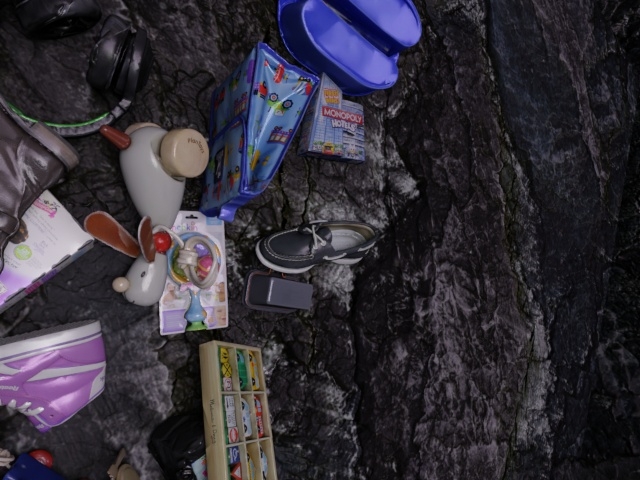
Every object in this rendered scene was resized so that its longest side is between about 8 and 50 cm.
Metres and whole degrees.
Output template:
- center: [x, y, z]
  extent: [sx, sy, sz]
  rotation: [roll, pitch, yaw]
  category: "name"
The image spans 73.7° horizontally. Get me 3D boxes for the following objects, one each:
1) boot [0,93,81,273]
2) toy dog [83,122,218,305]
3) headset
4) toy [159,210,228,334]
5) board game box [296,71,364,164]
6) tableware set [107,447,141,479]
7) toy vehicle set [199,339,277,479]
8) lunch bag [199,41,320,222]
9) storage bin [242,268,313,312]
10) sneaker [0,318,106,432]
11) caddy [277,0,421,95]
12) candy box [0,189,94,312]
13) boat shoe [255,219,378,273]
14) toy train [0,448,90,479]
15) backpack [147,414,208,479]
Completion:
- center: [-0.494, -0.099, 0.573]
  extent: [0.263, 0.091, 0.229]
  rotation: [35, 63, -14]
  category: "boot"
- center: [-0.308, -0.061, 0.721]
  extent: [0.161, 0.220, 0.334]
  rotation: [8, 72, -56]
  category: "toy dog"
- center: [-0.374, -0.348, 0.689]
  extent: [0.243, 0.185, 0.394]
  rotation: [42, 77, -26]
  category: "headset"
- center: [-0.240, 0.058, 0.832]
  extent: [0.136, 0.056, 0.237]
  rotation: [0, 87, -36]
  category: "toy"
- center: [0.035, -0.296, 1.042]
  extent: [0.194, 0.060, 0.194]
  rotation: [0, 87, -34]
  category: "board game box"
- center: [-0.328, 0.436, 0.679]
  extent: [0.039, 0.194, 0.128]
  rotation: [-26, 96, -8]
  category: "tableware set"
- center: [-0.149, 0.327, 0.785]
  extent: [0.166, 0.035, 0.267]
  rotation: [37, 38, -61]
  category: "toy vehicle set"
- center: [-0.141, -0.171, 0.807]
  extent: [0.138, 0.221, 0.293]
  rotation: [21, 72, -31]
  category: "lunch bag"
- center: [-0.083, 0.106, 0.916]
  extent: [0.135, 0.091, 0.098]
  rotation: [15, 79, -34]
  category: "storage bin"
- center: [-0.472, 0.227, 0.638]
  extent: [0.282, 0.102, 0.161]
  rotation: [-7, 94, -35]
  category: "sneaker"
- center: [0.064, -0.497, 1.009]
  extent: [0.341, 0.179, 0.241]
  rotation: [28, 95, -28]
  category: "caddy"
- center: [-0.483, 0.003, 0.646]
  extent: [0.196, 0.070, 0.165]
  rotation: [-44, 100, -28]
  category: "candy box"
- center: [0.000, 0.000, 0.961]
  extent: [0.302, 0.091, 0.114]
  rotation: [-8, 62, -40]
  category: "boat shoe"
- center: [-0.477, 0.393, 0.635]
  extent: [0.248, 0.105, 0.143]
  rotation: [45, 81, -14]
  category: "toy train"
- center: [-0.217, 0.417, 0.778]
  extent: [0.115, 0.152, 0.182]
  rotation: [-30, 110, -36]
  category: "backpack"
